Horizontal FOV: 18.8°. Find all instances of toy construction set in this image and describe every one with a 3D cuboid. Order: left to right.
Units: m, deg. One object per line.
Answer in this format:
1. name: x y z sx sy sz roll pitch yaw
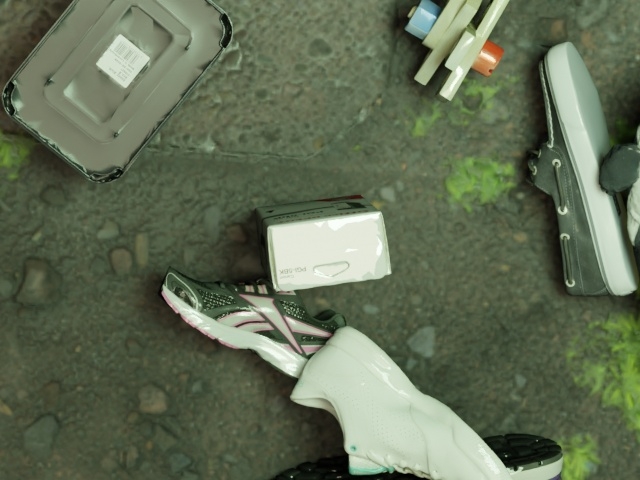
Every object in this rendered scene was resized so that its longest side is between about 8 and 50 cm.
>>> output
1. toy construction set: 0.046 -0.269 1.593 0.328 0.151 0.215 36 68 -18

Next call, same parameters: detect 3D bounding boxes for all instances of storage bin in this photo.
1. storage bin: -0.170 -0.149 1.619 0.122 0.084 0.180 39 93 -10

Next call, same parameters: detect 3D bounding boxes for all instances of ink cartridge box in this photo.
1. ink cartridge box: 0.000 0.000 1.633 0.099 0.135 0.056 -8 98 -6

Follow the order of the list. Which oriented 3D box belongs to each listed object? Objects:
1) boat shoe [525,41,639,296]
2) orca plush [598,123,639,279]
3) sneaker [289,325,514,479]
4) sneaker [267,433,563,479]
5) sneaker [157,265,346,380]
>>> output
1. boat shoe: 0.216 -0.056 1.688 0.076 0.080 0.228 -12 105 22
2. orca plush: 0.330 -0.031 1.657 0.151 0.102 0.287 -9 111 21
3. sneaker: 0.068 0.172 1.631 0.212 0.080 0.094 39 77 17
4. sneaker: 0.080 0.257 1.699 0.283 0.107 0.124 -6 104 -6
5. sneaker: -0.057 0.059 1.676 0.178 0.072 0.077 28 89 -22
